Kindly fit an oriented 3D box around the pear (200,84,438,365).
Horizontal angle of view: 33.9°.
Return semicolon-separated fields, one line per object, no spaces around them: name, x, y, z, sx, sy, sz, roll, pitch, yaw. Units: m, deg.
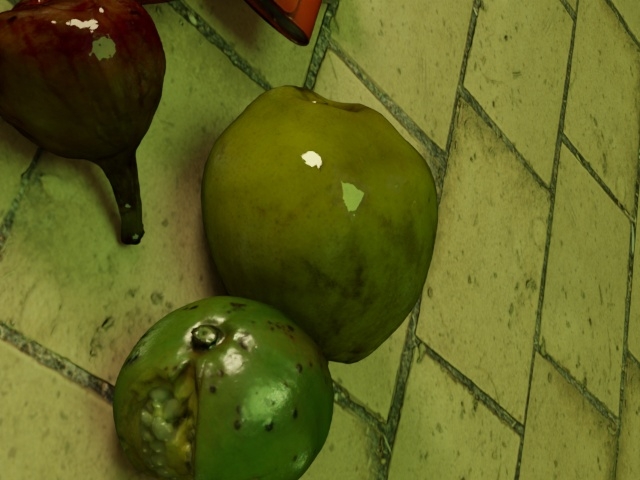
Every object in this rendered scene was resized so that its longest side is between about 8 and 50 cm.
pear;0.000;0.000;1.274;0.287;0.287;0.375;-5;97;-51

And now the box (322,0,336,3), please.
box;-0.049;-0.427;1.488;0.269;0.079;0.135;-4;82;-51

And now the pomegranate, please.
pomegranate;-0.098;0.209;1.139;0.236;0.236;0.301;-41;133;-48

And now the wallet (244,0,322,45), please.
wallet;-0.037;-0.377;1.391;0.142;0.045;0.204;40;53;-37

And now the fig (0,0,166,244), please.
fig;-0.261;-0.140;1.127;0.290;0.191;0.190;97;16;-48

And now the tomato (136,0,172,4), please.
tomato;-0.184;-0.429;1.172;0.341;0.273;0.341;20;63;-45
